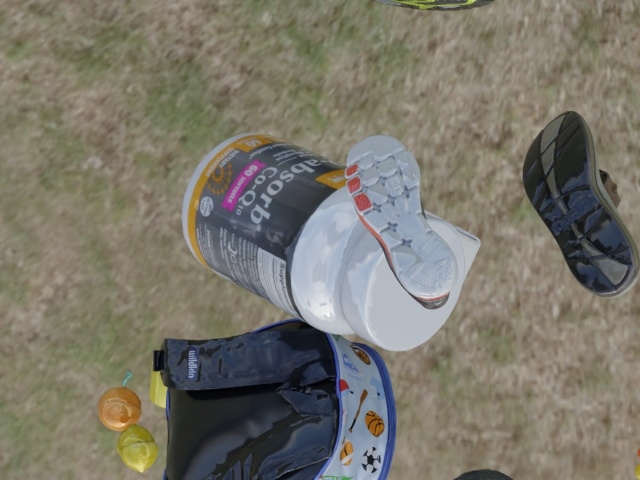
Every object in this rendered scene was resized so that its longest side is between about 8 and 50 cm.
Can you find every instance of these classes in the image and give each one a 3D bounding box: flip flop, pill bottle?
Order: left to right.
[{"bbox_3d":[0.000,0.000,1.347,0.278,0.162,0.162,25,123,44],"label":"pill bottle"},{"bbox_3d":[0.343,-0.043,1.726,0.080,0.277,0.112,19,131,-43],"label":"flip flop"}]

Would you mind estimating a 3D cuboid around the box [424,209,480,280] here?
[{"bbox_3d":[0.036,-0.007,1.737,0.148,0.311,0.121,25,88,-41],"label":"box"}]

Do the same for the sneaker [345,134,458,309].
[{"bbox_3d":[0.061,-0.010,1.082,0.061,0.158,0.065,-18,153,-4],"label":"sneaker"}]

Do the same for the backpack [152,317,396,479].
[{"bbox_3d":[-0.039,0.218,1.484,0.213,0.276,0.263,18,144,-40],"label":"backpack"}]

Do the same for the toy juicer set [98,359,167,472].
[{"bbox_3d":[-0.165,0.268,1.848,0.329,0.209,0.089,34,118,30],"label":"toy juicer set"}]

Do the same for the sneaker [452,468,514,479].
[{"bbox_3d":[0.182,0.449,1.425,0.158,0.182,0.410,-6,80,-5],"label":"sneaker"}]

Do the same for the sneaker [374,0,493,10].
[{"bbox_3d":[0.037,-0.370,1.603,0.385,0.145,0.147,15,93,-1],"label":"sneaker"}]

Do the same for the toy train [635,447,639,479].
[{"bbox_3d":[0.482,0.323,1.783,0.046,0.166,0.125,15,129,-30],"label":"toy train"}]
